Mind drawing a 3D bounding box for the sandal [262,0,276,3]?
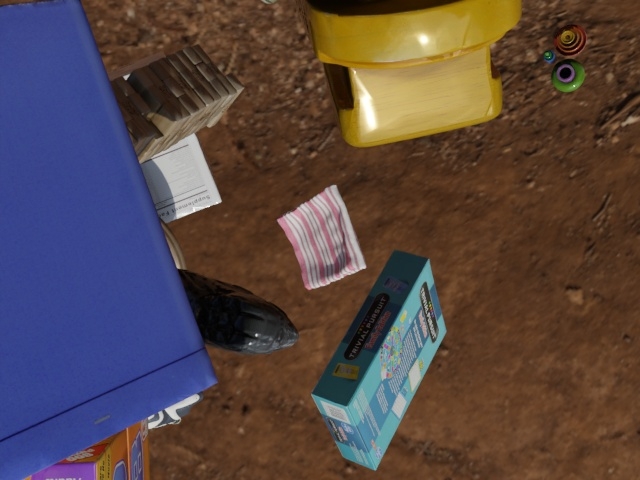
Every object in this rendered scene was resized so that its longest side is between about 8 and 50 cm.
[{"bbox_3d":[-0.160,-0.322,0.835,0.303,0.120,0.086,31,125,-18],"label":"sandal"}]

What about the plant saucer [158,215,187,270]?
[{"bbox_3d":[-0.344,0.048,1.369,0.278,0.041,0.277,3,117,6],"label":"plant saucer"}]

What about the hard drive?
[{"bbox_3d":[-0.214,-0.007,0.637,0.040,0.210,0.318,-17,93,48],"label":"hard drive"}]

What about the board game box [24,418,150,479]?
[{"bbox_3d":[-0.440,0.431,1.239,0.356,0.356,0.356,-1,93,-1],"label":"board game box"}]

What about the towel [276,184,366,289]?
[{"bbox_3d":[0.000,0.000,1.475,0.197,0.029,0.144,-27,84,60],"label":"towel"}]

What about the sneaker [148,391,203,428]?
[{"bbox_3d":[-0.304,0.277,1.851,0.094,0.153,0.234,1,77,37],"label":"sneaker"}]

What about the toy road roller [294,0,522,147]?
[{"bbox_3d":[0.054,-0.229,0.753,0.203,0.329,0.240,-11,122,-3],"label":"toy road roller"}]

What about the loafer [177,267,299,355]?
[{"bbox_3d":[-0.114,0.079,0.943,0.223,0.078,0.076,11,82,46],"label":"loafer"}]

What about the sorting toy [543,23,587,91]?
[{"bbox_3d":[0.370,-0.279,1.354,0.061,0.042,0.102,5,92,25],"label":"sorting toy"}]

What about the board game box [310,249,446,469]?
[{"bbox_3d":[0.122,0.226,1.692,0.079,0.336,0.253,16,148,28],"label":"board game box"}]

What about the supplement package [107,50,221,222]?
[{"bbox_3d":[-0.270,-0.162,1.445,0.139,0.134,0.244,-21,111,-3],"label":"supplement package"}]

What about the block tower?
[{"bbox_3d":[-0.243,-0.152,1.134,0.097,0.335,0.091,51,132,1],"label":"block tower"}]
